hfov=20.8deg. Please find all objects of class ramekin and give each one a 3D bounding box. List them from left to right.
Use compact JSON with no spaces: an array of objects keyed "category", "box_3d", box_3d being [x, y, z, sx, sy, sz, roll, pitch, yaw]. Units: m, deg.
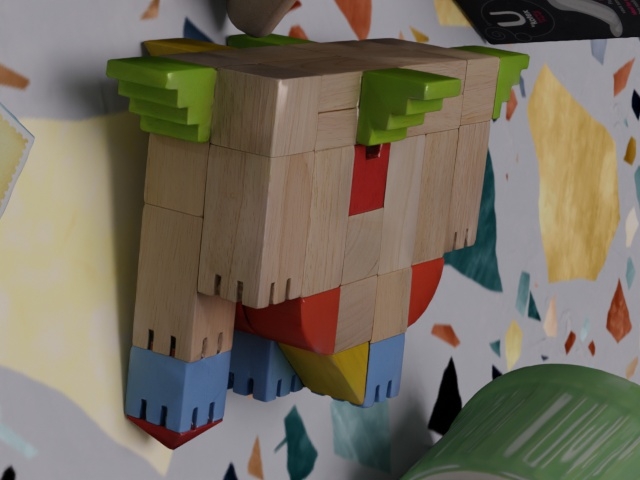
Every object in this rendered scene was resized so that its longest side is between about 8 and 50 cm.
[{"category":"ramekin","box_3d":[0.186,0.263,1.366,0.148,0.303,0.303,-31,116,-45]}]

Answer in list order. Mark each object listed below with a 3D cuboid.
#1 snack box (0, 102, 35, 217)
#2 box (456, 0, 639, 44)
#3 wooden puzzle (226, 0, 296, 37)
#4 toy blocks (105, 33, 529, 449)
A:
[{"category":"snack box","box_3d":[-0.270,0.028,0.860,0.187,0.060,0.322,50,51,-46]},{"category":"box","box_3d":[0.243,-0.269,1.457,0.165,0.270,0.143,44,55,-49]},{"category":"wooden puzzle","box_3d":[0.033,-0.348,1.162,0.081,0.322,0.347,26,60,-13]},{"category":"toy blocks","box_3d":[0.000,0.000,1.207,0.381,0.191,0.260,-14,114,-56]}]
